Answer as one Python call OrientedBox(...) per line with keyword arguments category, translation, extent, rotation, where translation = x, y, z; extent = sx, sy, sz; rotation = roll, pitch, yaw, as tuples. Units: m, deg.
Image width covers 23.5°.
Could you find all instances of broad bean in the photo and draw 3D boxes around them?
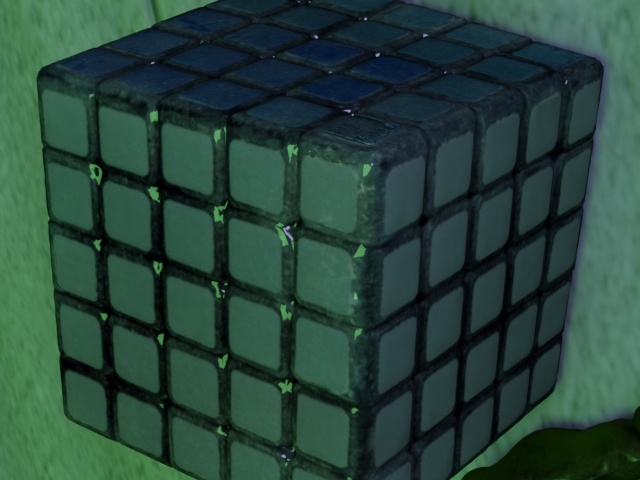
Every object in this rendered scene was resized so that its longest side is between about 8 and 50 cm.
OrientedBox(category="broad bean", translation=(0.167, 0.130, 0.949), extent=(0.195, 0.046, 0.061), rotation=(-42, 69, 38))

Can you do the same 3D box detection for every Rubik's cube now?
OrientedBox(category="Rubik's cube", translation=(0.000, 0.000, 0.896), extent=(0.237, 0.237, 0.238), rotation=(19, 121, 31))
